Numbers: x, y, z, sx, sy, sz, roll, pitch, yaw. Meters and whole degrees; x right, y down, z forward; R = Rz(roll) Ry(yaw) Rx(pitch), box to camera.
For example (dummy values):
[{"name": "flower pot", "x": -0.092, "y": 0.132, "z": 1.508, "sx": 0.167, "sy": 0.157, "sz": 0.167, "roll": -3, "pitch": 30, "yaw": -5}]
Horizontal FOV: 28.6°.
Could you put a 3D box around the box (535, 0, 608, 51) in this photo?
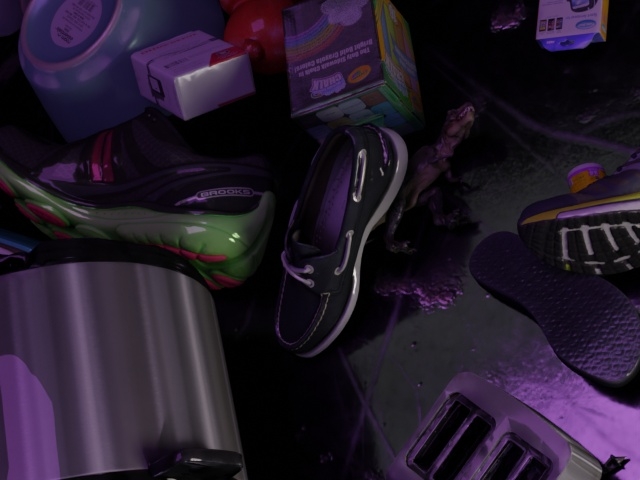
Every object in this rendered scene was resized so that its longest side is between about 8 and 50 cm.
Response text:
[{"name": "box", "x": 0.307, "y": -0.288, "z": 1.521, "sx": 0.081, "sy": 0.028, "sz": 0.136, "roll": -2, "pitch": 71, "yaw": 29}]

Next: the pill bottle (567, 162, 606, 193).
[{"name": "pill bottle", "x": 0.306, "y": -0.042, "z": 1.403, "sx": 0.043, "sy": 0.043, "sz": 0.083, "roll": -22, "pitch": 60, "yaw": 21}]

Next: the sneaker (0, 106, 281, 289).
[{"name": "sneaker", "x": -0.252, "y": -0.076, "z": 1.685, "sx": 0.482, "sy": 0.185, "sz": 0.202, "roll": 16, "pitch": 65, "yaw": 28}]

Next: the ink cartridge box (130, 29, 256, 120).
[{"name": "ink cartridge box", "x": -0.170, "y": -0.221, "z": 1.659, "sx": 0.109, "sy": 0.063, "sz": 0.150, "roll": -24, "pitch": 29, "yaw": -21}]

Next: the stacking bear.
[{"name": "stacking bear", "x": -0.085, "y": -0.362, "z": 1.710, "sx": 0.164, "sy": 0.175, "sz": 0.289, "roll": -18, "pitch": 70, "yaw": 31}]

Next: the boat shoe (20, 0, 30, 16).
[{"name": "boat shoe", "x": -0.376, "y": -0.485, "z": 1.964, "sx": 0.324, "sy": 0.123, "sz": 0.116, "roll": -63, "pitch": 21, "yaw": 3}]

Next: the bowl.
[{"name": "bowl", "x": -0.308, "y": -0.289, "z": 1.796, "sx": 0.311, "sy": 0.163, "sz": 0.312, "roll": -13, "pitch": 62, "yaw": 25}]

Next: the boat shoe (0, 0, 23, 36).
[{"name": "boat shoe", "x": -0.505, "y": -0.433, "z": 2.026, "sx": 0.084, "sy": 0.095, "sz": 0.258, "roll": -5, "pitch": 56, "yaw": 33}]

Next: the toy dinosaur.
[{"name": "toy dinosaur", "x": 0.107, "y": -0.045, "z": 1.515, "sx": 0.268, "sy": 0.064, "sz": 0.118, "roll": -40, "pitch": 52, "yaw": 15}]

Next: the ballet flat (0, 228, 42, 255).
[{"name": "ballet flat", "x": -0.516, "y": 0.019, "z": 1.814, "sx": 0.400, "sy": 0.139, "sz": 0.139, "roll": 23, "pitch": 82, "yaw": 34}]

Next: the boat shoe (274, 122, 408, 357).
[{"name": "boat shoe", "x": 0.000, "y": 0.000, "z": 1.483, "sx": 0.114, "sy": 0.091, "sz": 0.303, "roll": 30, "pitch": 107, "yaw": 39}]

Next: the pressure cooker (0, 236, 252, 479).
[{"name": "pressure cooker", "x": -0.269, "y": 0.253, "z": 1.398, "sx": 0.375, "sy": 0.370, "sz": 0.420, "roll": -10, "pitch": 63, "yaw": -6}]

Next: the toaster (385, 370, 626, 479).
[{"name": "toaster", "x": 0.186, "y": 0.242, "z": 1.308, "sx": 0.168, "sy": 0.110, "sz": 0.186, "roll": 36, "pitch": 89, "yaw": 35}]

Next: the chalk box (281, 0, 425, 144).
[{"name": "chalk box", "x": 0.043, "y": -0.193, "z": 1.570, "sx": 0.132, "sy": 0.132, "sz": 0.213, "roll": -17, "pitch": 63, "yaw": 22}]

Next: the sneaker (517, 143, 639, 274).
[{"name": "sneaker", "x": 0.353, "y": -0.054, "z": 1.337, "sx": 0.300, "sy": 0.111, "sz": 0.121, "roll": -14, "pitch": 48, "yaw": 3}]

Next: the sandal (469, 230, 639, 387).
[{"name": "sandal", "x": 0.267, "y": 0.071, "z": 1.379, "sx": 0.097, "sy": 0.054, "sz": 0.254, "roll": -43, "pitch": 45, "yaw": -1}]
